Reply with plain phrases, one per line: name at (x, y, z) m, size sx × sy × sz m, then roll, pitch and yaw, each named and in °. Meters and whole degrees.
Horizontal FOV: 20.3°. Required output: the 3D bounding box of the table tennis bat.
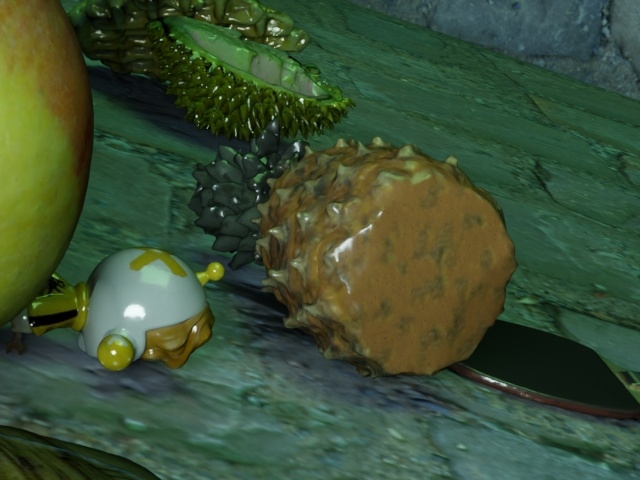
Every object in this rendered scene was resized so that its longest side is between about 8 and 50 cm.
table tennis bat at (0.197, 0.099, 1.300) m, size 0.274 × 0.021 × 0.154 m, roll 14°, pitch 15°, yaw -13°

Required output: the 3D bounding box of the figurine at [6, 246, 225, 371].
figurine at (-0.131, 0.036, 1.006) m, size 0.143 × 0.068 × 0.101 m, roll 9°, pitch 17°, yaw 10°

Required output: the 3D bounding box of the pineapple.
pineapple at (0.000, 0.000, 1.204) m, size 0.157 × 0.158 × 0.278 m, roll 10°, pitch 3°, yaw -33°

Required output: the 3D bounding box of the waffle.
waffle at (-0.145, -0.210, 1.761) m, size 0.204 × 0.054 × 0.223 m, roll 14°, pitch -20°, yaw -43°

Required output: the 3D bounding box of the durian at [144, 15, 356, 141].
durian at (-0.067, -0.136, 1.698) m, size 0.220 × 0.095 × 0.137 m, roll 7°, pitch 34°, yaw -37°

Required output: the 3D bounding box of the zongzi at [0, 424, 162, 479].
zongzi at (-0.112, 0.122, 0.542) m, size 0.221 × 0.112 × 0.242 m, roll 12°, pitch 4°, yaw -28°

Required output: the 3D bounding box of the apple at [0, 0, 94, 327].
apple at (-0.235, -0.063, 0.865) m, size 0.260 × 0.261 × 0.194 m, roll 19°, pitch 32°, yaw -2°
